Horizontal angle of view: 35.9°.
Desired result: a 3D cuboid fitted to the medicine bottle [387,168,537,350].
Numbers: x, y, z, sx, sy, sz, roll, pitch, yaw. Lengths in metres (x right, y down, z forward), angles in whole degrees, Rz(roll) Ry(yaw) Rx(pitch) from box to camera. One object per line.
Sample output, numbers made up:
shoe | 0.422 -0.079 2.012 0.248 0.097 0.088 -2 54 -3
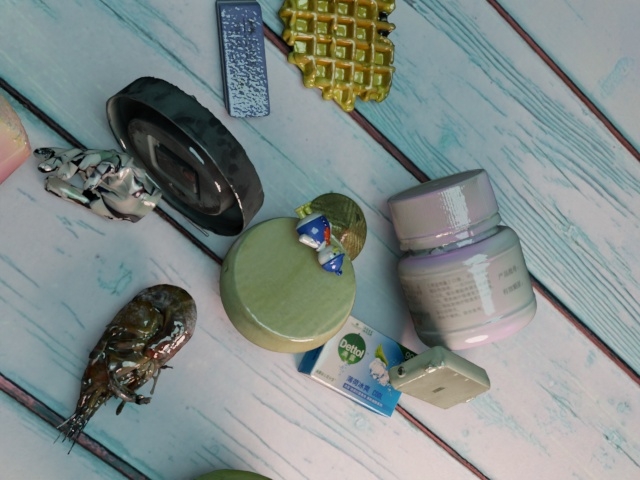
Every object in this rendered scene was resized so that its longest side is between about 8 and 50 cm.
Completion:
medicine bottle | 0.264 0.034 1.892 0.241 0.241 0.301 -21 98 -23

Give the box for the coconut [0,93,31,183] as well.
coconut | -0.604 -0.141 1.526 0.245 0.233 0.233 -45 107 -25

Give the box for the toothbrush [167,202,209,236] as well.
toothbrush | -0.239 -0.038 1.794 0.097 0.008 0.006 40 88 -20

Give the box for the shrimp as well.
shrimp | -0.334 0.224 1.696 0.145 0.116 0.343 36 78 4

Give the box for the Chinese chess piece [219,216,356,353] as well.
Chinese chess piece | -0.059 0.081 1.792 0.250 0.101 0.250 6 70 -18

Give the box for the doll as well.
doll | 0.000 0.000 1.758 0.099 0.058 0.142 -25 85 -54

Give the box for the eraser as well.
eraser | -0.143 -0.338 1.822 0.082 0.036 0.225 -5 93 -22

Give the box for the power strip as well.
power strip | 0.231 0.266 1.892 0.270 0.118 0.046 31 37 -54

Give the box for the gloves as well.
gloves | -0.382 -0.109 1.676 0.212 0.128 0.111 37 67 -24

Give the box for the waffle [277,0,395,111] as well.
waffle | 0.054 -0.410 1.895 0.283 0.065 0.309 -44 108 -17

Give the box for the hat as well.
hat | 0.038 -0.020 1.886 0.146 0.067 0.146 0 90 -24

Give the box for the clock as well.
clock | -0.224 -0.136 1.639 0.061 0.313 0.312 -47 108 -22

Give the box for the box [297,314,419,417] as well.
box | 0.074 0.236 1.899 0.194 0.073 0.139 31 78 -21

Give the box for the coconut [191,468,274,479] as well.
coconut | -0.126 0.535 1.673 0.281 0.328 0.328 -28 101 -19
